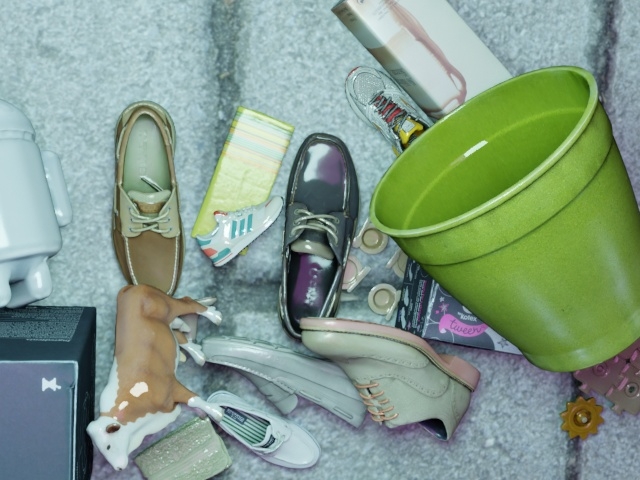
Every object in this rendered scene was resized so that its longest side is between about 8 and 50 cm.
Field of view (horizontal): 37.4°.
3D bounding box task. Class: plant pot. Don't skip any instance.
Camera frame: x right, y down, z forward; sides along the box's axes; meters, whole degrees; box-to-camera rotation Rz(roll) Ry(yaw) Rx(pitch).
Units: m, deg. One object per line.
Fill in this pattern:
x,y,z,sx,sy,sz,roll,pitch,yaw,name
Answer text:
0.322,-0.006,1.398,0.366,0.366,0.353,-40,112,-3,plant pot

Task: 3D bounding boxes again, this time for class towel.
-0.236,0.378,1.628,0.148,0.027,0.110,-29,100,-6,towel
-0.132,-0.101,1.595,0.102,0.021,0.237,21,94,-6,towel

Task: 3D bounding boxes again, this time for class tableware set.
0.101,0.047,1.652,0.169,0.020,0.141,32,91,-12,tableware set

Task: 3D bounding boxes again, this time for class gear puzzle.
0.559,0.227,1.748,0.175,0.044,0.339,32,93,-14,gear puzzle

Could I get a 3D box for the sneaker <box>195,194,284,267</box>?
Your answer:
-0.135,-0.031,1.562,0.161,0.057,0.075,-41,104,3,sneaker

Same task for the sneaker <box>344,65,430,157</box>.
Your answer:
0.133,-0.206,1.590,0.088,0.093,0.225,-46,101,-2,sneaker

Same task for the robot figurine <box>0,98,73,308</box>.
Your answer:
-0.512,-0.068,1.422,0.300,0.200,0.353,-10,85,-52,robot figurine

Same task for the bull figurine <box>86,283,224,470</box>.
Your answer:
-0.249,0.202,1.434,0.188,0.101,0.310,19,48,-27,bull figurine

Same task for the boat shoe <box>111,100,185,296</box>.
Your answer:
-0.283,-0.062,1.519,0.123,0.120,0.324,-6,98,-9,boat shoe

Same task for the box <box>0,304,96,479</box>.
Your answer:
-0.449,0.271,1.389,0.212,0.395,0.293,2,96,-11,box

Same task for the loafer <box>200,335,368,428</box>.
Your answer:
-0.056,0.239,1.601,0.319,0.112,0.111,18,85,-12,loafer

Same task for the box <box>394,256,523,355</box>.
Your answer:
0.275,0.105,1.612,0.247,0.142,0.163,11,87,-14,box

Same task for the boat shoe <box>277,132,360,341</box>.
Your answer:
0.000,0.000,1.564,0.132,0.130,0.355,3,96,-2,boat shoe

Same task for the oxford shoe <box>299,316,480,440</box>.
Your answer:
0.116,0.227,1.543,0.397,0.140,0.146,26,73,-35,oxford shoe

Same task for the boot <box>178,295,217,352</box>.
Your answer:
-0.221,0.145,1.583,0.118,0.042,0.087,-13,82,18,boot

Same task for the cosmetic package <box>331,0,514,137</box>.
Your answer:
0.169,-0.319,1.555,0.129,0.153,0.296,-45,101,-1,cosmetic package

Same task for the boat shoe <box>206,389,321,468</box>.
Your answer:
-0.098,0.337,1.622,0.226,0.076,0.083,27,92,-12,boat shoe
